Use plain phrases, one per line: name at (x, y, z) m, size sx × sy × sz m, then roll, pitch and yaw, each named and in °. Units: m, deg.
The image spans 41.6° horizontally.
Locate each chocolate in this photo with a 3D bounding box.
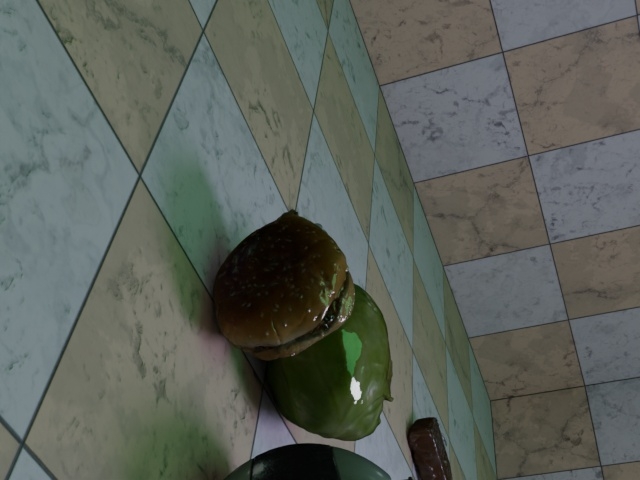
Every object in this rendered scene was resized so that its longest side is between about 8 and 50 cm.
chocolate at (0.340, 0.667, 2.610) m, size 0.148 × 0.093 × 0.214 m, roll -26°, pitch 102°, yaw -72°

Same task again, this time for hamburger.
hamburger at (-0.061, 0.076, 1.441) m, size 0.146 × 0.243 × 0.286 m, roll 61°, pitch 37°, yaw -36°

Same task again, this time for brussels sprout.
brussels sprout at (0.013, 0.223, 1.604) m, size 0.328 × 0.247 × 0.328 m, roll 3°, pitch 90°, yaw -78°

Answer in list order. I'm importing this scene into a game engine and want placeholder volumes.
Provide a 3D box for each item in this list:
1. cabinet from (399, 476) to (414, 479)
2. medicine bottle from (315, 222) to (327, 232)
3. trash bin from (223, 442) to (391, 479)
cabinet at (0.155, 0.624, 1.877) m, size 0.215 × 0.174 × 0.148 m, roll 51°, pitch 31°, yaw -55°
medicine bottle at (0.000, 0.000, 2.053) m, size 0.083 × 0.047 × 0.047 m, roll 61°, pitch 23°, yaw -43°
trash bin at (-0.013, 0.518, 1.235) m, size 0.280 × 0.280 × 0.432 m, roll 7°, pitch 75°, yaw -73°
